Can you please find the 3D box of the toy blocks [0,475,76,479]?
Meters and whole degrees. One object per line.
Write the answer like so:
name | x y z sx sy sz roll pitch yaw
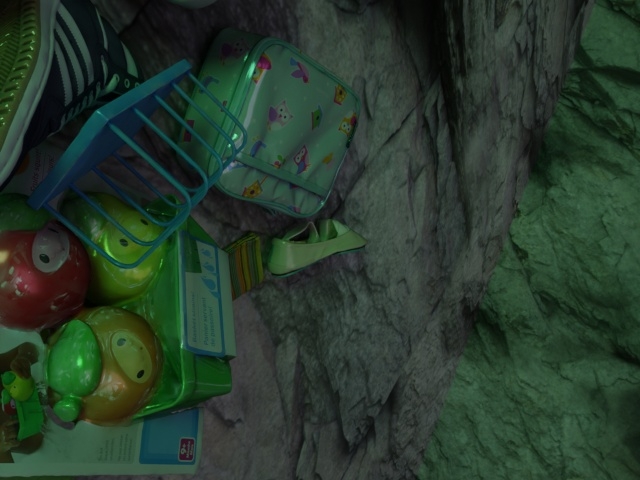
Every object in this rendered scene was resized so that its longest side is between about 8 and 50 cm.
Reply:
toy blocks | -0.310 0.329 0.605 0.190 0.260 0.382 -41 146 -36

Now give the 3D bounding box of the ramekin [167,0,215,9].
ramekin | -0.133 -0.332 0.487 0.109 0.207 0.207 9 103 -46

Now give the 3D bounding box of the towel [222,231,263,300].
towel | -0.177 0.084 0.835 0.237 0.021 0.102 -37 136 -37

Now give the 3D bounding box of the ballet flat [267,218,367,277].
ballet flat | 0.000 0.000 0.988 0.248 0.086 0.086 -18 124 -48

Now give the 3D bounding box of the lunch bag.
lunch bag | -0.061 -0.148 0.777 0.279 0.107 0.224 15 97 -57

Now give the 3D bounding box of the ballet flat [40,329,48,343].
ballet flat | -0.344 0.075 0.542 0.077 0.077 0.231 -41 140 -24

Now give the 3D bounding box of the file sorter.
file sorter | -0.155 -0.072 0.505 0.118 0.104 0.170 -39 -164 28

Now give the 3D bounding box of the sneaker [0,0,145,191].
sneaker | -0.230 -0.123 0.465 0.153 0.099 0.283 61 18 -57

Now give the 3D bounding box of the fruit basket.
fruit basket | -0.227 0.048 0.517 0.353 0.165 0.327 42 33 -56
